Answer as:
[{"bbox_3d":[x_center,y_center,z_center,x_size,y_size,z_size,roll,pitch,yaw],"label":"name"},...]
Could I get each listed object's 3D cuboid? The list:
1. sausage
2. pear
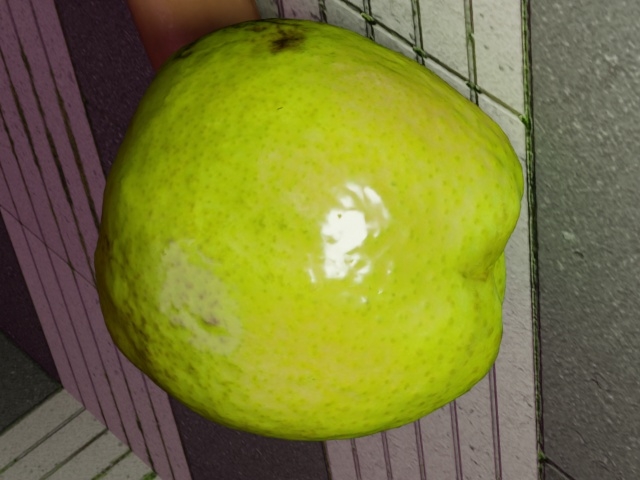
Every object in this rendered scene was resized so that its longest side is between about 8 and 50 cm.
[{"bbox_3d":[-0.106,-0.179,1.854,0.121,0.121,0.304,27,147,46],"label":"sausage"},{"bbox_3d":[0.000,0.000,1.636,0.391,0.391,0.391,42,155,24],"label":"pear"}]
